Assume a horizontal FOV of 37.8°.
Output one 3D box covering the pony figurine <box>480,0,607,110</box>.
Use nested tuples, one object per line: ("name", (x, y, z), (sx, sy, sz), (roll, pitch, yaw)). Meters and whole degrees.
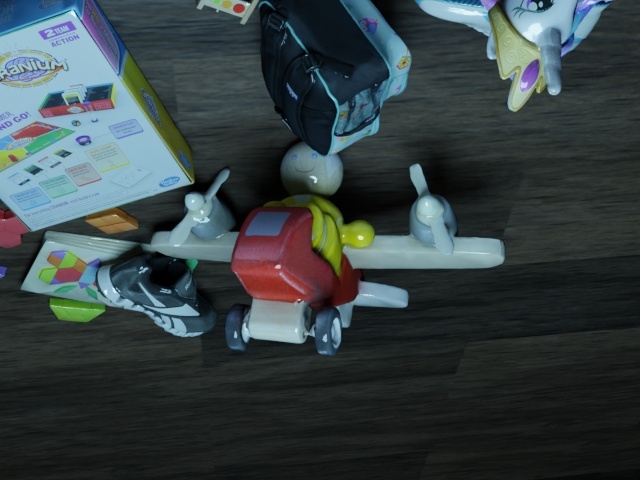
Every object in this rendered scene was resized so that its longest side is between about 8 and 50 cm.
("pony figurine", (0.193, -0.334, 0.815), (0.303, 0.351, 0.363), (10, 121, -30))

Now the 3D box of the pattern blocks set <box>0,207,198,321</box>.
("pattern blocks set", (-0.354, 0.045, 1.425), (0.325, 0.026, 0.285), (3, 142, -16))

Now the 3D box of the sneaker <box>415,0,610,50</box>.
("sneaker", (0.216, -0.263, 1.081), (0.229, 0.087, 0.092), (3, 144, -13))

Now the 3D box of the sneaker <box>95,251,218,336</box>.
("sneaker", (-0.221, 0.081, 1.420), (0.106, 0.078, 0.234), (-30, 141, 25))

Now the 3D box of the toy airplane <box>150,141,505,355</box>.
("toy airplane", (0.000, 0.000, 1.285), (0.386, 0.272, 0.384), (0, -179, -27))

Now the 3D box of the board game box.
("board game box", (-0.326, -0.151, 1.133), (0.242, 0.064, 0.316), (-15, 143, 9))

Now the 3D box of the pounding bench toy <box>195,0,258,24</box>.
("pounding bench toy", (-0.089, -0.287, 1.010), (0.065, 0.052, 0.083), (13, 138, -27))

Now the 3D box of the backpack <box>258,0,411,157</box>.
("backpack", (0.011, -0.193, 1.067), (0.144, 0.166, 0.188), (-31, 162, -22))
